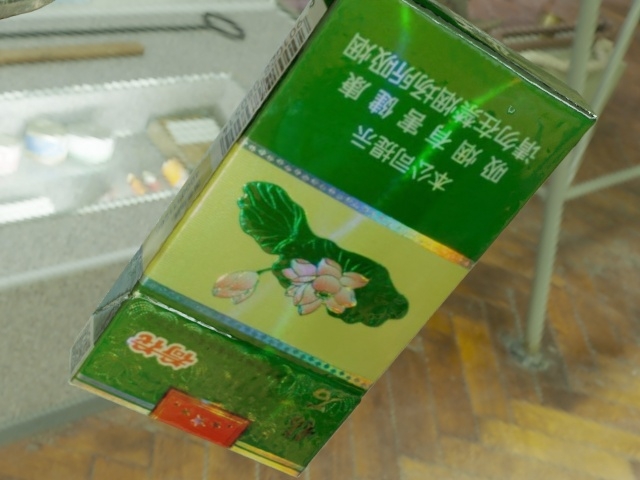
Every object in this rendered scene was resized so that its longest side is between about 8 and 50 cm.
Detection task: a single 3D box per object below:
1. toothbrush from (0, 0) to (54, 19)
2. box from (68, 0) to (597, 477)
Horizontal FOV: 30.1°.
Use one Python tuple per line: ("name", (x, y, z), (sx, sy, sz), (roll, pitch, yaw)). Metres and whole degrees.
("toothbrush", (-0.115, -0.108, 0.477), (0.035, 0.042, 0.413), (52, 40, -9))
("box", (0.000, 0.000, 0.538), (0.132, 0.235, 0.034), (28, 25, -24))
